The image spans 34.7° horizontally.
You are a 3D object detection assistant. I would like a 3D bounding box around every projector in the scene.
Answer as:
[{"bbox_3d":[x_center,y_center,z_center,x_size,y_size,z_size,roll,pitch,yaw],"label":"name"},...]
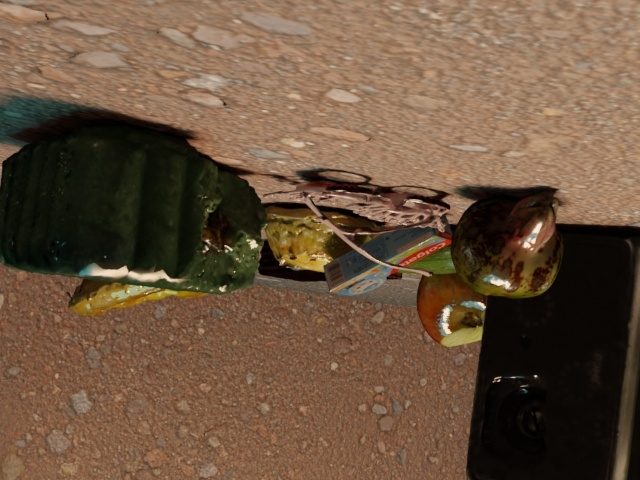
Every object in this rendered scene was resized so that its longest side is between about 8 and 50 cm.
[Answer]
[{"bbox_3d":[0.409,0.204,1.516,0.242,0.395,0.405,3,170,31],"label":"projector"}]

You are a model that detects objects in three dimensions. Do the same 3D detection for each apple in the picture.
[{"bbox_3d":[0.240,0.084,1.645,0.173,0.160,0.195,-22,161,-47],"label":"apple"}]

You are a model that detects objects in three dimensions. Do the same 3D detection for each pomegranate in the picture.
[{"bbox_3d":[0.228,0.008,1.218,0.138,0.125,0.163,21,170,-8],"label":"pomegranate"}]

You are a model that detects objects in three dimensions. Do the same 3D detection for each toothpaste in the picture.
[{"bbox_3d":[0.101,0.021,1.464,0.193,0.044,0.070,-29,154,31],"label":"toothpaste"}]

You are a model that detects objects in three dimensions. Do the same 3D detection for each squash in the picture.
[{"bbox_3d":[0.166,0.017,1.576,0.219,0.077,0.068,-1,128,57],"label":"squash"}]

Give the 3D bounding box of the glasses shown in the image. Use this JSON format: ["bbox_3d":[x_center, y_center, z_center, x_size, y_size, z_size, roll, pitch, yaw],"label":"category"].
[{"bbox_3d":[0.057,-0.021,1.304,0.255,0.095,0.162,12,180,-23],"label":"glasses"}]

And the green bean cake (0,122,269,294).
[{"bbox_3d":[-0.204,-0.027,1.215,0.308,0.169,0.300,11,174,-34],"label":"green bean cake"}]

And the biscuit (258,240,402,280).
[{"bbox_3d":[0.012,0.034,1.867,0.107,0.073,0.388,12,172,-27],"label":"biscuit"}]

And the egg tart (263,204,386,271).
[{"bbox_3d":[0.001,0.001,1.576,0.212,0.090,0.212,7,169,1],"label":"egg tart"}]

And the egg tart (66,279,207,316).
[{"bbox_3d":[-0.283,0.040,1.773,0.341,0.132,0.341,-14,175,-1],"label":"egg tart"}]
